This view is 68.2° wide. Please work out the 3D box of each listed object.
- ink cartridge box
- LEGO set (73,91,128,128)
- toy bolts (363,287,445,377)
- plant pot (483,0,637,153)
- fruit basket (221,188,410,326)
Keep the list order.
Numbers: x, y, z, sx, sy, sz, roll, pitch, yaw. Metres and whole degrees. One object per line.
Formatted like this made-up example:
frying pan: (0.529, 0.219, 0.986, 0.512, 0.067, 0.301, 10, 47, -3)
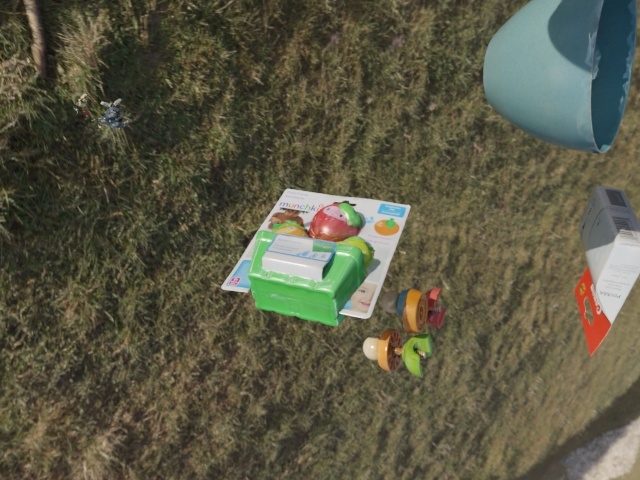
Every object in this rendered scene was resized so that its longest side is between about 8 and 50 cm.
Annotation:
ink cartridge box: (0.783, 0.083, 1.354, 0.308, 0.091, 0.385, -63, 162, -53)
LEGO set: (-0.315, -0.183, 0.692, 0.083, 0.023, 0.054, -6, 139, -48)
toy bolts: (0.192, 0.181, 1.151, 0.228, 0.158, 0.218, -49, 133, -46)
plant pot: (0.403, -0.301, 0.822, 0.290, 0.195, 0.291, -14, 109, -47)
fruit basket: (0.000, 0.000, 1.031, 0.166, 0.326, 0.353, 78, 29, -47)
